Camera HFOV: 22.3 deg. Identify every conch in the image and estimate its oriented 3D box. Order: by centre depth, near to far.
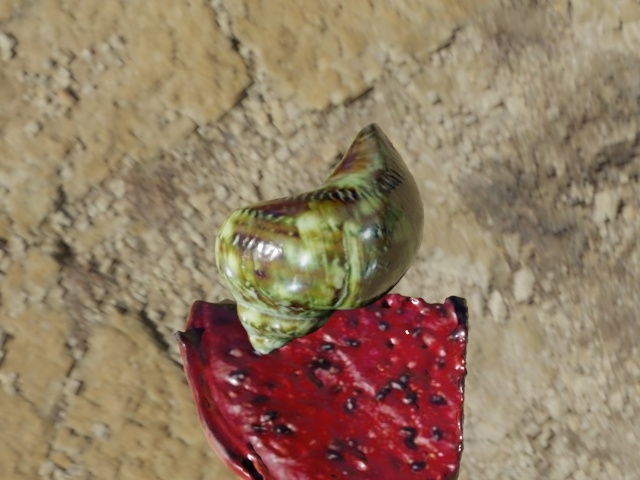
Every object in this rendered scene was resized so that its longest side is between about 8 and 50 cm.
[{"bbox_3d":[0.001,0.003,1.332,0.181,0.187,0.124,-32,93,11],"label":"conch"}]

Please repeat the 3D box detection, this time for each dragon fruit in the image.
[{"bbox_3d":[0.004,0.231,1.478,0.286,0.228,0.329,2,50,-5],"label":"dragon fruit"}]
